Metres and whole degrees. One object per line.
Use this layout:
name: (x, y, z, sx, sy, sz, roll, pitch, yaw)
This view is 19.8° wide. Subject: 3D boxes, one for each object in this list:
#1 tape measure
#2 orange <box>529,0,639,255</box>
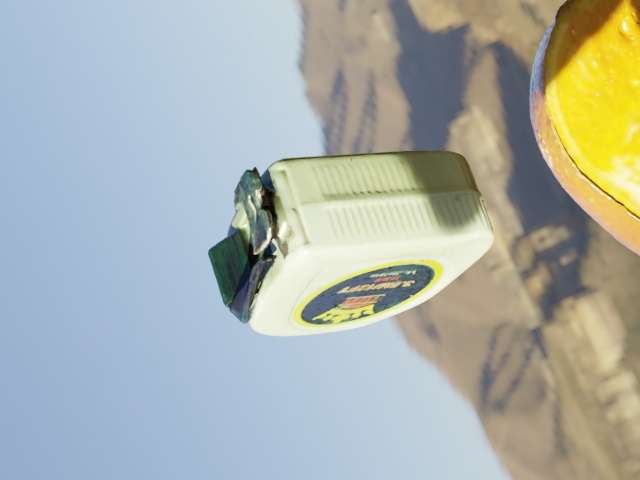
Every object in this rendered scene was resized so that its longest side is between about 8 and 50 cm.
tape measure: (0.000, 0.000, 1.503, 0.207, 0.235, 0.115, -40, 62, 51)
orange: (0.340, -0.095, 1.627, 0.310, 0.274, 0.274, 22, 171, 17)
